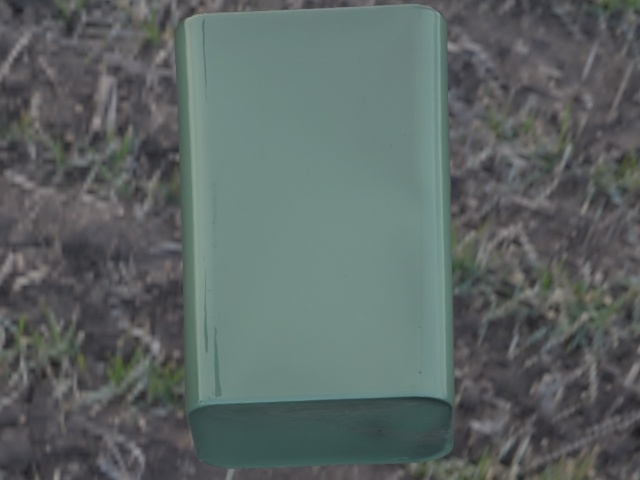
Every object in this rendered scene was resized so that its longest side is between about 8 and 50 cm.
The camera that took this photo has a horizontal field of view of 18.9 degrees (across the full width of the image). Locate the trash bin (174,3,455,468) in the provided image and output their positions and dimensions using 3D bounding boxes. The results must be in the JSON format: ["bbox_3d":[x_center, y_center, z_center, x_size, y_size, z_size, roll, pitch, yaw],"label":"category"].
[{"bbox_3d":[0.000,0.000,1.535,0.223,0.158,0.343,-3,63,1],"label":"trash bin"}]
